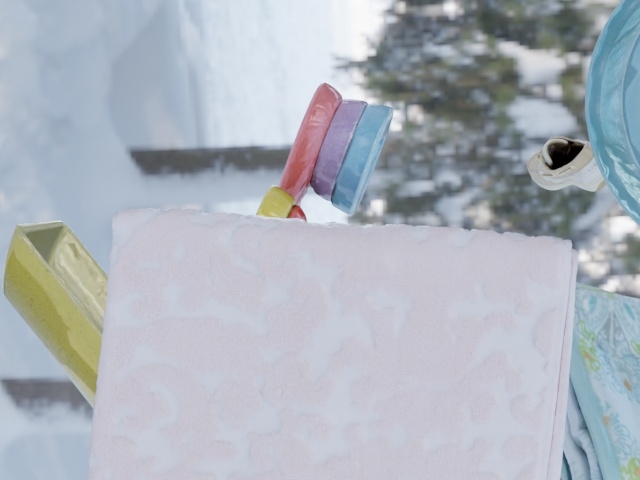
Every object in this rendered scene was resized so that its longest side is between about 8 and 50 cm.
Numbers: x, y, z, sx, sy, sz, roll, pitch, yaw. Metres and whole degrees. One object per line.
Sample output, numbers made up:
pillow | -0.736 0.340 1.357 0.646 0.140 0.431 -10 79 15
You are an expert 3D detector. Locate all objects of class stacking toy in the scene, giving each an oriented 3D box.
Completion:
stacking toy | 0.000 0.000 1.626 0.279 0.130 0.309 108 5 -51

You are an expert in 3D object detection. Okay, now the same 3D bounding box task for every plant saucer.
plant saucer | 0.411 -0.128 1.399 0.043 0.317 0.318 -22 113 -53
plant saucer | -0.297 0.128 1.914 0.333 0.081 0.333 51 1 -1

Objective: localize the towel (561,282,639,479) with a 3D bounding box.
towel | 0.457 0.241 2.024 0.090 0.320 0.375 -44 -137 43

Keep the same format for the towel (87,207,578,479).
towel | 0.000 0.139 0.996 0.053 0.331 0.317 63 32 -77

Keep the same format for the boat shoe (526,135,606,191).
boat shoe | 0.291 -0.098 1.723 0.063 0.059 0.170 -53 -161 -11
